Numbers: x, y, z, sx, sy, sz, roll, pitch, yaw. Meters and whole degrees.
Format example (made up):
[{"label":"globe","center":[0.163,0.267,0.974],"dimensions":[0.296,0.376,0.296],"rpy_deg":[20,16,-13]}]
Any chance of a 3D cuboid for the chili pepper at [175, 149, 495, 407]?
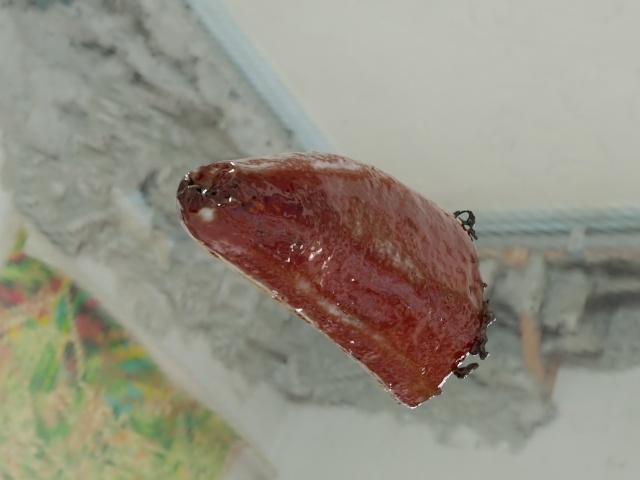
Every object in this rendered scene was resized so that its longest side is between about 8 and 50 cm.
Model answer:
[{"label":"chili pepper","center":[-0.001,0.004,0.570],"dimensions":[0.065,0.088,0.169],"rpy_deg":[-21,-25,25]}]
